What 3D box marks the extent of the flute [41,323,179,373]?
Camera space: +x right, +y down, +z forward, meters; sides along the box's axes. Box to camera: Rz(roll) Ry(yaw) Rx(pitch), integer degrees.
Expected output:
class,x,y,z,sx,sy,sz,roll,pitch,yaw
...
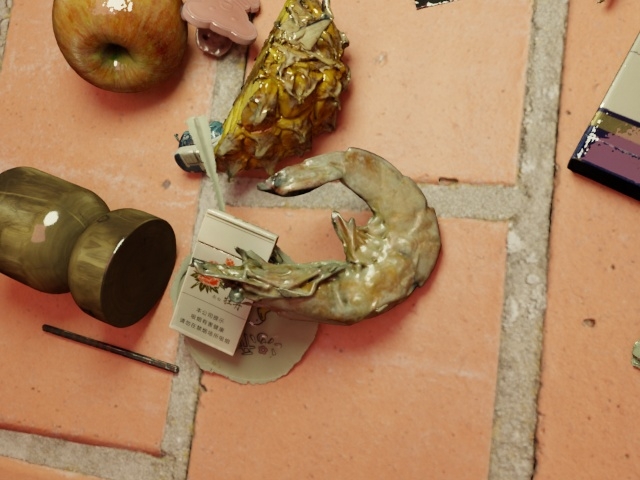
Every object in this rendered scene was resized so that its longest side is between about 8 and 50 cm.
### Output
class,x,y,z,sx,sy,sz,roll,pitch,yaw
flute,-0.351,0.177,1.055,0.269,0.014,0.014,13,86,17

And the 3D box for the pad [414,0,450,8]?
class,x,y,z,sx,sy,sz,roll,pitch,yaw
pad,0.246,-0.554,0.992,0.247,0.007,0.368,-9,81,14

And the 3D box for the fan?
class,x,y,z,sx,sy,sz,roll,pitch,yaw
fan,-0.128,0.021,0.943,0.232,0.012,0.415,-7,102,13

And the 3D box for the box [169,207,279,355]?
class,x,y,z,sx,sy,sz,roll,pitch,yaw
box,-0.143,0.062,0.933,0.109,0.029,0.198,23,107,5

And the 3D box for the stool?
class,x,y,z,sx,sy,sz,roll,pitch,yaw
stool,-0.385,0.006,1.004,0.264,0.179,0.179,21,88,18

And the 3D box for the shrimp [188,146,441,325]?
class,x,y,z,sx,sy,sz,roll,pitch,yaw
shrimp,0.000,0.000,0.875,0.360,0.085,0.247,-6,97,-16

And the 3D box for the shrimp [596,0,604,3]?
class,x,y,z,sx,sy,sz,roll,pitch,yaw
shrimp,0.450,-0.387,0.899,0.095,0.045,0.163,34,87,-3

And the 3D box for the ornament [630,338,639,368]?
class,x,y,z,sx,sy,sz,roll,pitch,yaw
ornament,0.440,0.123,0.824,0.092,0.041,0.069,-28,98,-1

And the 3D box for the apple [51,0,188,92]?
class,x,y,z,sx,sy,sz,roll,pitch,yaw
apple,-0.315,-0.346,1.020,0.211,0.211,0.188,-18,49,13

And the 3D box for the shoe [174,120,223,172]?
class,x,y,z,sx,sy,sz,roll,pitch,yaw
shoe,-0.166,-0.160,1.030,0.142,0.064,0.071,-17,57,7

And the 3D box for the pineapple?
class,x,y,z,sx,sy,sz,roll,pitch,yaw
pineapple,-0.027,-0.228,0.932,0.161,0.158,0.335,29,81,-11

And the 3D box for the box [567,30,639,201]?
class,x,y,z,sx,sy,sz,roll,pitch,yaw
box,0.463,-0.177,0.842,0.168,0.071,0.259,29,92,18

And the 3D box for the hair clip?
class,x,y,z,sx,sy,sz,roll,pitch,yaw
hair clip,-0.152,-0.373,1.024,0.123,0.102,0.138,24,83,-17
